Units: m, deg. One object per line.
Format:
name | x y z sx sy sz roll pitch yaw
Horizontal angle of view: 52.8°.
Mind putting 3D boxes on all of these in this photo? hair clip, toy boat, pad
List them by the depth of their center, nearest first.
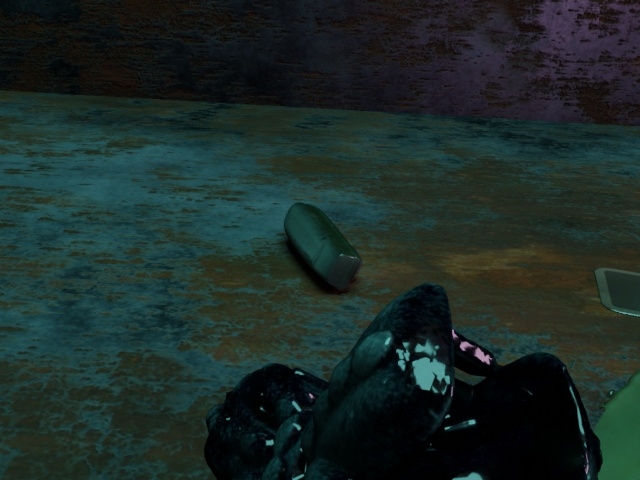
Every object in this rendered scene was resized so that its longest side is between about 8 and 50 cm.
hair clip | 0.020 0.169 0.415 0.194 0.310 0.206 30 58 -13
pad | 0.572 0.095 1.003 0.266 0.002 0.176 10 23 15
toy boat | 0.000 0.000 1.056 0.085 0.078 0.260 20 15 -28

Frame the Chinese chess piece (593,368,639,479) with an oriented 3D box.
Chinese chess piece | 0.343 0.158 0.407 0.349 0.146 0.349 -36 3 2
